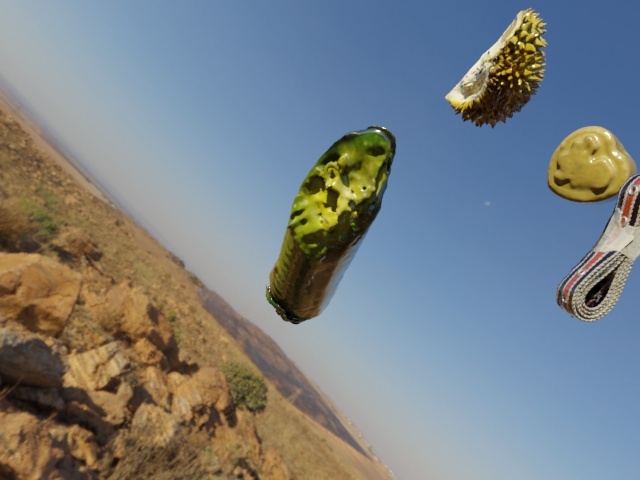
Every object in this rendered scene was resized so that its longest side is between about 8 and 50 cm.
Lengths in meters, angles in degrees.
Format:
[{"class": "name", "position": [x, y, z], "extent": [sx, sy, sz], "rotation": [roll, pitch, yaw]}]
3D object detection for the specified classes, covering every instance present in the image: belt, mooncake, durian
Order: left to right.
[{"class": "durian", "position": [0.356, -0.316, 0.861], "extent": [0.138, 0.183, 0.249], "rotation": [47, -6, 5]}, {"class": "mooncake", "position": [0.806, -0.215, 1.369], "extent": [0.117, 0.234, 0.235], "rotation": [1, 23, -42]}, {"class": "belt", "position": [0.648, 0.016, 0.980], "extent": [0.126, 0.359, 0.094], "rotation": [33, 5, -9]}]

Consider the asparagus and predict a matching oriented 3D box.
[{"class": "asparagus", "position": [0.000, 0.000, 0.649], "extent": [0.108, 0.129, 0.381], "rotation": [58, -28, 22]}]
